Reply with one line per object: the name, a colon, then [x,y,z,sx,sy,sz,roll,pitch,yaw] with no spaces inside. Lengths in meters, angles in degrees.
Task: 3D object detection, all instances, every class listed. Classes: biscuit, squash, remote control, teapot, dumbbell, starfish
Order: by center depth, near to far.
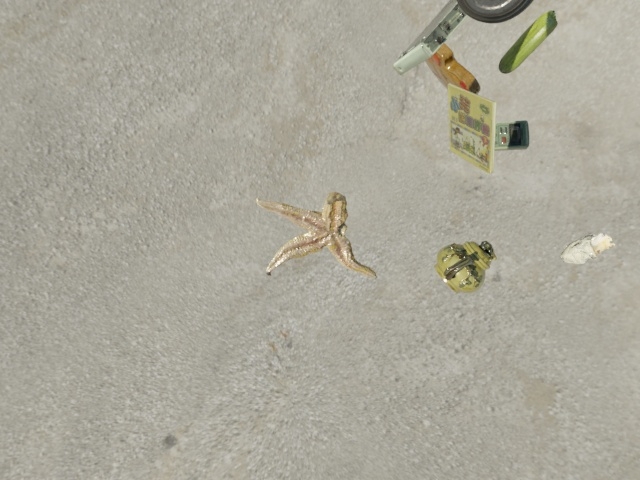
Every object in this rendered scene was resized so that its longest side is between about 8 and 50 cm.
dumbbell: [0.213,-0.320,0.494,0.099,0.099,0.208,26,42,6]
teapot: [0.471,0.070,1.328,0.182,0.269,0.173,-42,70,18]
squash: [0.677,-0.645,1.359,0.069,0.239,0.069,8,65,-17]
starfish: [-0.001,-0.010,1.364,0.384,0.398,0.132,-7,46,-5]
remote control: [0.713,-0.433,1.724,0.286,0.038,0.123,1,81,10]
biscuit: [0.549,-0.713,1.764,0.074,0.359,0.381,-41,35,19]

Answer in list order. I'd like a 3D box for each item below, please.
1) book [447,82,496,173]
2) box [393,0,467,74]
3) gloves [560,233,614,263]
book: [0.372,-0.277,1.028,0.013,0.192,0.168,-25,40,-9]
box: [0.309,-0.545,1.032,0.045,0.211,0.270,42,90,-14]
gloves: [0.825,0.023,1.296,0.114,0.153,0.070,-34,77,-7]
